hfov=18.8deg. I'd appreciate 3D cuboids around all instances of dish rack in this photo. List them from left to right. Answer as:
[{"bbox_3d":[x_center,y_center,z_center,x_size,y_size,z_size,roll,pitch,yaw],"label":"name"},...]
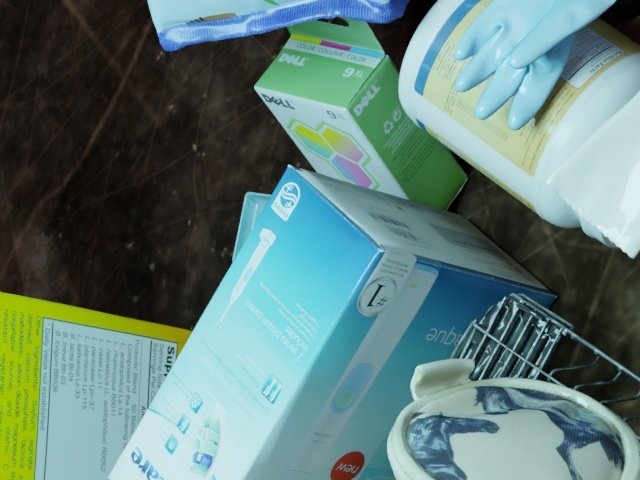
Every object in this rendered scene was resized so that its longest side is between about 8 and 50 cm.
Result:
[{"bbox_3d":[0.189,0.173,1.389,0.271,0.074,0.208,35,103,34],"label":"dish rack"}]

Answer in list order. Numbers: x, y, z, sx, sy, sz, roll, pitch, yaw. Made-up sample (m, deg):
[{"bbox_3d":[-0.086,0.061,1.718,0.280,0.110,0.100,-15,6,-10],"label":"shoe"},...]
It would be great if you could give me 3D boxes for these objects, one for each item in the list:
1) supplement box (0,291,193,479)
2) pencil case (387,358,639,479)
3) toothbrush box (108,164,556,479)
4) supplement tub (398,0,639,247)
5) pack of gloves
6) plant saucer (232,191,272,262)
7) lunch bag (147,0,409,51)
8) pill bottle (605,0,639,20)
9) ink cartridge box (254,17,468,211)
[{"bbox_3d":[-0.303,0.155,1.671,0.195,0.356,0.194,-9,73,41],"label":"supplement box"},{"bbox_3d":[0.124,0.280,1.264,0.183,0.160,0.410,28,131,42],"label":"pencil case"},{"bbox_3d":[0.008,0.114,1.493,0.126,0.216,0.295,45,109,40],"label":"toothbrush box"},{"bbox_3d":[0.173,-0.099,1.428,0.200,0.144,0.144,39,107,27],"label":"supplement tub"},{"bbox_3d":[0.214,-0.138,1.311,0.195,0.046,0.232,43,98,15],"label":"pack of gloves"},{"bbox_3d":[0.000,0.000,1.665,0.192,0.018,0.067,8,85,43],"label":"plant saucer"},{"bbox_3d":[-0.016,-0.378,1.477,0.239,0.385,0.327,-3,120,16],"label":"lunch bag"},{"bbox_3d":[0.285,-0.252,1.390,0.219,0.123,0.122,-31,60,34],"label":"pill bottle"},{"bbox_3d":[0.021,-0.103,1.538,0.109,0.209,0.062,19,64,44],"label":"ink cartridge box"}]
